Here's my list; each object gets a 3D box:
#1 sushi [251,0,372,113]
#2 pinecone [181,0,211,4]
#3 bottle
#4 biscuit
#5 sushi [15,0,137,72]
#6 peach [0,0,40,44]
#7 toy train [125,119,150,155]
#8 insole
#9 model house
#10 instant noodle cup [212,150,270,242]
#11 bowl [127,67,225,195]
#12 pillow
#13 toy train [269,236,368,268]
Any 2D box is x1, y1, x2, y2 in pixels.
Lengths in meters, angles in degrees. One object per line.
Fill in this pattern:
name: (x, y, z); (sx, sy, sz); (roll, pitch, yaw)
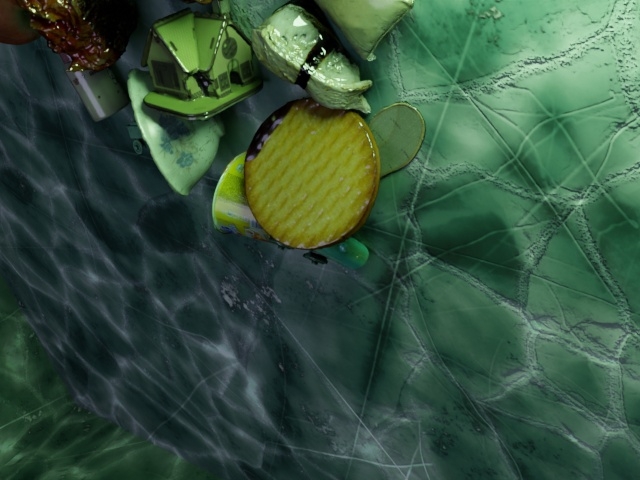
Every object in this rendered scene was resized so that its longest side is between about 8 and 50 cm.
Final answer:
sushi: (-0.019, -0.330, 1.711); (0.273, 0.109, 0.134); (53, 146, -6)
pinecone: (-0.245, -0.554, 1.661); (0.221, 0.221, 0.221); (30, 142, 26)
bottle: (-0.590, -0.429, 2.266); (0.110, 0.110, 0.233); (-3, 120, 50)
biscuit: (-0.019, -0.137, 1.816); (0.318, 0.040, 0.318); (0, 90, 29)
sushi: (-0.544, -0.528, 1.970); (0.196, 0.182, 0.343); (-6, 152, 19)
peach: (-0.792, -0.615, 2.216); (0.257, 0.232, 0.232); (37, 145, 20)
toy train: (-0.430, -0.272, 2.279); (0.172, 0.070, 0.099); (6, 117, 45)
insole: (0.111, -0.177, 1.806); (0.119, 0.009, 0.348); (49, 146, -2)
model house: (-0.264, -0.420, 1.822); (0.205, 0.218, 0.278); (19, 132, 35)
instant noodle cup: (-0.132, -0.087, 2.016); (0.153, 0.205, 0.205); (21, 138, 25)
bowl: (-0.306, -0.269, 2.036); (0.146, 0.313, 0.313); (-19, 116, 7)
pillow: (0.034, -0.470, 1.547); (0.302, 0.075, 0.185); (51, 146, 2)
toy train: (0.000, 0.000, 1.953); (0.159, 0.101, 0.248); (15, 172, 39)
